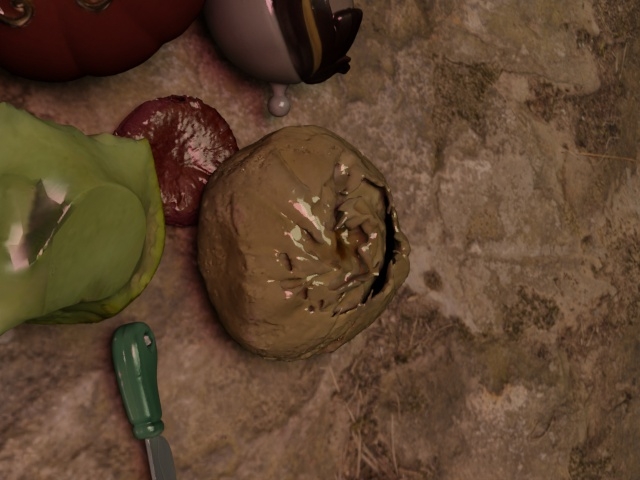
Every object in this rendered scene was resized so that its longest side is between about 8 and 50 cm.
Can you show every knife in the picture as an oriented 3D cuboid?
[{"bbox_3d":[-0.160,0.208,0.698,0.034,0.063,0.260,-12,87,4],"label":"knife"}]

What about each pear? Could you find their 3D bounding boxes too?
[{"bbox_3d":[-0.263,-0.008,0.576,0.282,0.286,0.176,-2,97,-69],"label":"pear"}]

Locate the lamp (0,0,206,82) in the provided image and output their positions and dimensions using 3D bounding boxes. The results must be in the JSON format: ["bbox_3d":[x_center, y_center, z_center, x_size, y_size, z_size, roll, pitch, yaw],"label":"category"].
[{"bbox_3d":[-0.232,-0.290,0.616,0.303,0.257,0.303,-2,112,-6],"label":"lamp"}]

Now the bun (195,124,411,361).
[{"bbox_3d":[0.000,0.000,0.768,0.259,0.152,0.259,5,83,-40],"label":"bun"}]

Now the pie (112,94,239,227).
[{"bbox_3d":[-0.151,-0.085,0.769,0.153,0.038,0.154,8,76,-35],"label":"pie"}]

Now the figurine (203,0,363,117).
[{"bbox_3d":[-0.076,-0.326,0.781,0.281,0.167,0.370,-75,140,-75],"label":"figurine"}]
